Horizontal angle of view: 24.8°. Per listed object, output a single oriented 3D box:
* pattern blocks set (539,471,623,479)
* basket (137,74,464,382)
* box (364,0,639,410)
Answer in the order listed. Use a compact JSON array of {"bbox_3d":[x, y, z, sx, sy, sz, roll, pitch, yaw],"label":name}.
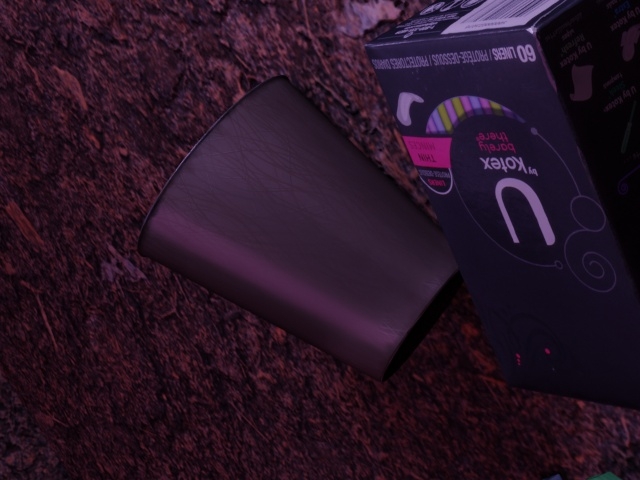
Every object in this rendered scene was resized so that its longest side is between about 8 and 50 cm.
[{"bbox_3d":[0.278,0.343,1.216,0.324,0.026,0.285,68,162,-1],"label":"pattern blocks set"},{"bbox_3d":[0.000,0.000,1.217,0.227,0.204,0.154,36,154,11],"label":"basket"},{"bbox_3d":[0.172,-0.041,0.935,0.165,0.143,0.270,4,125,55],"label":"box"}]
